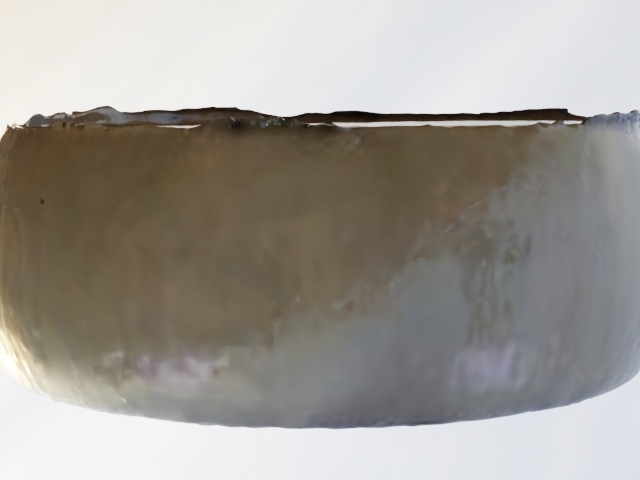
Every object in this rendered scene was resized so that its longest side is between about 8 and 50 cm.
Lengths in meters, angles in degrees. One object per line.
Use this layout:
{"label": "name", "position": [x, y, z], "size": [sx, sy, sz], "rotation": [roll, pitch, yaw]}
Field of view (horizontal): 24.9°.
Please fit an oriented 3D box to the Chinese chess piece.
{"label": "Chinese chess piece", "position": [0.000, 0.000, 0.533], "size": [0.250, 0.103, 0.250], "rotation": [0, -176, 0]}
